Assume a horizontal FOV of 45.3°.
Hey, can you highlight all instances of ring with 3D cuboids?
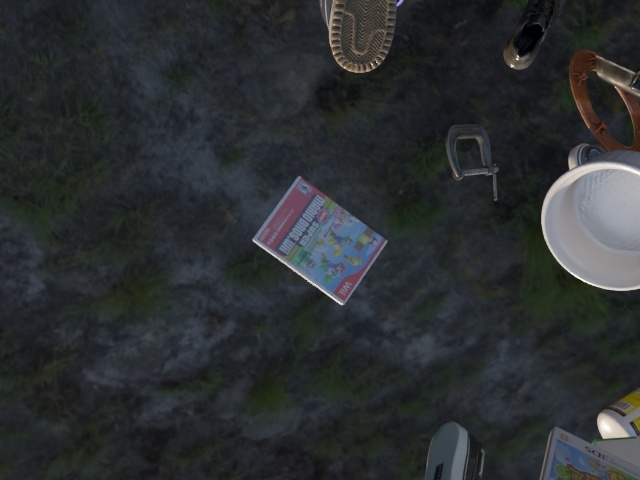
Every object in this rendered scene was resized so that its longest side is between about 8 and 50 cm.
[{"bbox_3d":[0.748,-0.342,1.952,0.336,0.337,0.032,14,151,-38],"label":"ring"}]

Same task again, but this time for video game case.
[{"bbox_3d":[0.417,0.386,1.125,0.212,0.193,0.023,-47,159,-55],"label":"video game case"},{"bbox_3d":[0.000,0.000,1.947,0.285,0.025,0.204,36,81,-5],"label":"video game case"}]

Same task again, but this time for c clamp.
[{"bbox_3d":[0.274,-0.142,1.366,0.022,0.137,0.160,-4,179,44],"label":"c clamp"}]

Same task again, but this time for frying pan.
[{"bbox_3d":[0.612,-0.281,1.417,0.197,0.326,0.053,23,110,-7],"label":"frying pan"}]

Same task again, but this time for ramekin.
[{"bbox_3d":[0.607,-0.050,1.563,0.135,0.277,0.277,-34,153,-46],"label":"ramekin"}]

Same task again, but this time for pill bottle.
[{"bbox_3d":[0.741,0.390,1.725,0.214,0.117,0.117,-25,140,-17],"label":"pill bottle"}]

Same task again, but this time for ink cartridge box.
[{"bbox_3d":[0.545,0.441,1.396,0.152,0.087,0.208,-2,139,-8],"label":"ink cartridge box"}]

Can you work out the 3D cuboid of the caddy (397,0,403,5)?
[{"bbox_3d":[0.111,-0.625,1.595,0.179,0.241,0.341,-55,-179,-15],"label":"caddy"}]

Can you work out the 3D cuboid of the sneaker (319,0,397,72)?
[{"bbox_3d":[0.062,-0.358,0.918,0.099,0.153,0.282,10,116,-9],"label":"sneaker"}]

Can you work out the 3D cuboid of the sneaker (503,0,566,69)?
[{"bbox_3d":[0.563,-0.577,1.951,0.109,0.130,0.287,20,98,5],"label":"sneaker"}]

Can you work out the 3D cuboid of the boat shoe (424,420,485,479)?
[{"bbox_3d":[0.165,0.330,0.947,0.070,0.219,0.077,37,136,-13],"label":"boat shoe"}]

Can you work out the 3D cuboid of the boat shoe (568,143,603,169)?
[{"bbox_3d":[0.733,-0.099,1.798,0.127,0.341,0.158,-35,-178,-31],"label":"boat shoe"}]
